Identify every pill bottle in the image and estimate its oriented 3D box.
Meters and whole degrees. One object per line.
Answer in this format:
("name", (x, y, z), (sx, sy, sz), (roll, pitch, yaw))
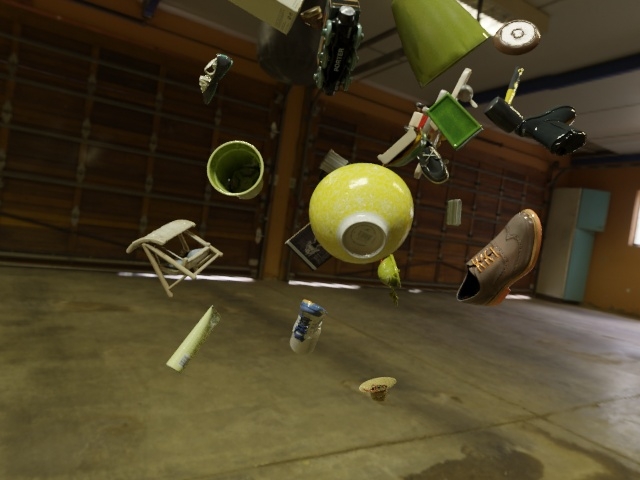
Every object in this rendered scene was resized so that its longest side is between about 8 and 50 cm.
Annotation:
("pill bottle", (-0.068, 0.454, 2.152), (0.131, 0.229, 0.131), (10, 43, -9))

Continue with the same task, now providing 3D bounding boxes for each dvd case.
("dvd case", (0.000, 0.000, 1.656), (0.164, 0.221, 0.018), (46, 15, -20))

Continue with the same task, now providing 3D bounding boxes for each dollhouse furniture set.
("dollhouse furniture set", (0.359, -0.299, 1.404), (0.302, 0.151, 0.198), (-41, -14, 22))

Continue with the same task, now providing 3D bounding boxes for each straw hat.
("straw hat", (0.212, 0.553, 1.581), (0.145, 0.061, 0.144), (-12, -2, 0))

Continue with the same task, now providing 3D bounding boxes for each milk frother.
("milk frother", (0.060, -0.242, 1.536), (0.135, 0.129, 0.143), (34, -6, 1))

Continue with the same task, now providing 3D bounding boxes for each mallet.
("mallet", (0.340, -0.273, 0.793), (0.062, 0.189, 0.039), (31, -35, -11))

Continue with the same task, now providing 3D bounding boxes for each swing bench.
("swing bench", (-0.569, 0.046, 1.724), (0.165, 0.254, 0.253), (-36, 9, 21))

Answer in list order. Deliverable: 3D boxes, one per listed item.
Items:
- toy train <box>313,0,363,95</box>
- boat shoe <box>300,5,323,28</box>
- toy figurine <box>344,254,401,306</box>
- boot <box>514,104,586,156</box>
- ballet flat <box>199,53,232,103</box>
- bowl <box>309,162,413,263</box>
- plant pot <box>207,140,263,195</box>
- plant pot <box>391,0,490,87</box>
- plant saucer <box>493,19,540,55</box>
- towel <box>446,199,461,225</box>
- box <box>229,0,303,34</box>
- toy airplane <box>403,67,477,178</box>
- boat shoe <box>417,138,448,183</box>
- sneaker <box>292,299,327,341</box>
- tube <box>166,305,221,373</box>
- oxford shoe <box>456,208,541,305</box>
("toy train", (0.056, -0.664, 1.487), (0.143, 0.190, 0.334), (1, -29, -9))
("boat shoe", (-0.023, -0.700, 1.375), (0.064, 0.060, 0.178), (-22, 28, 6))
("toy figurine", (0.140, 0.055, 1.509), (0.218, 0.191, 0.362), (-1, 43, -3))
("boot", (0.827, -0.374, 1.484), (0.247, 0.094, 0.207), (-16, 39, -12))
("ballet flat", (-0.394, -0.588, 1.568), (0.074, 0.074, 0.203), (6, -40, -44))
("bowl", (0.110, -0.039, 1.143), (0.290, 0.289, 0.156), (8, 32, -3))
("plant pot", (-0.401, -0.327, 2.210), (0.276, 0.275, 0.254), (8, -9, 5))
("plant pot", (0.384, -0.735, 1.502), (0.275, 0.293, 0.275), (-36, 6, 4))
("plant saucer", (0.747, -0.779, 1.652), (0.169, 0.168, 0.029), (8, -19, 19))
("towel", (0.584, -0.122, 1.898), (0.023, 0.113, 0.152), (4, 4, 1))
("box", (-0.188, -0.734, 1.262), (0.275, 0.113, 0.094), (25, -26, -14))
("toy airplane", (0.538, -0.501, 1.891), (0.273, 0.384, 0.386), (25, -36, -4))
("boat shoe", (0.393, -0.302, 1.586), (0.084, 0.233, 0.079), (-27, -34, 14))
("sneaker", (-0.052, 0.341, 1.780), (0.112, 0.131, 0.296), (28, -24, 13))
("tube", (-0.428, 0.341, 1.494), (0.062, 0.240, 0.070), (41, -28, -12))
("oxford shoe", (0.519, 0.067, 1.278), (0.133, 0.363, 0.129), (-1, 38, -17))
